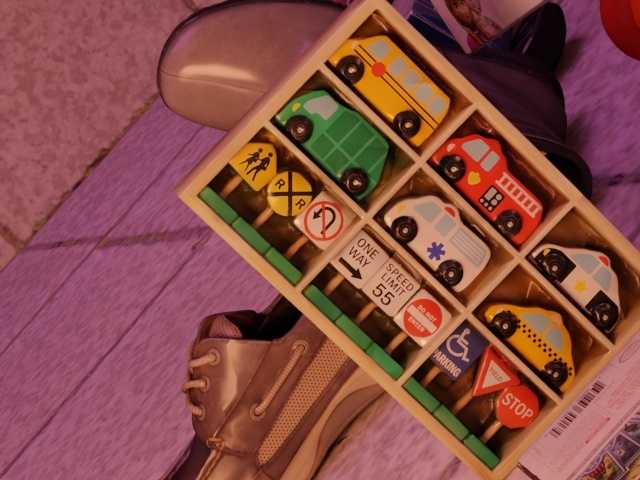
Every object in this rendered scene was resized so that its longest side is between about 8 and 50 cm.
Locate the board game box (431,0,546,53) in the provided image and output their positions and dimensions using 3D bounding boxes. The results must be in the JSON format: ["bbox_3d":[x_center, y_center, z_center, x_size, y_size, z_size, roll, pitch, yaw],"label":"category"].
[{"bbox_3d":[0.246,-0.260,1.236,0.318,0.066,0.318,-35,2,-18],"label":"board game box"}]

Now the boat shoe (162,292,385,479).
[{"bbox_3d":[-0.043,0.104,1.466,0.355,0.130,0.132,-47,14,-5],"label":"boat shoe"}]

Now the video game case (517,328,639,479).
[{"bbox_3d":[0.220,0.068,1.011,0.232,0.042,0.210,-47,14,-3],"label":"video game case"}]

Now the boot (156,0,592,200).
[{"bbox_3d":[0.033,-0.099,1.483,0.223,0.338,0.118,-80,-6,-70],"label":"boot"}]

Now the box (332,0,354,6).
[{"bbox_3d":[-0.002,-0.243,1.842,0.257,0.122,0.128,-62,7,-19],"label":"box"}]

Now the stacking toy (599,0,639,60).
[{"bbox_3d":[0.280,-0.172,1.362,0.141,0.141,0.330,-48,8,-9],"label":"stacking toy"}]

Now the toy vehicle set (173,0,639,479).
[{"bbox_3d":[0.065,0.001,1.175,0.166,0.267,0.035,-47,14,0],"label":"toy vehicle set"}]

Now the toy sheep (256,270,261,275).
[{"bbox_3d":[0.000,0.000,1.726,0.132,0.091,0.091,-33,18,24],"label":"toy sheep"}]

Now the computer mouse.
[{"bbox_3d":[0.168,-0.115,1.677,0.071,0.041,0.242,-51,12,53],"label":"computer mouse"}]

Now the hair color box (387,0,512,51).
[{"bbox_3d":[0.098,-0.184,1.841,0.174,0.105,0.347,-55,10,27],"label":"hair color box"}]
